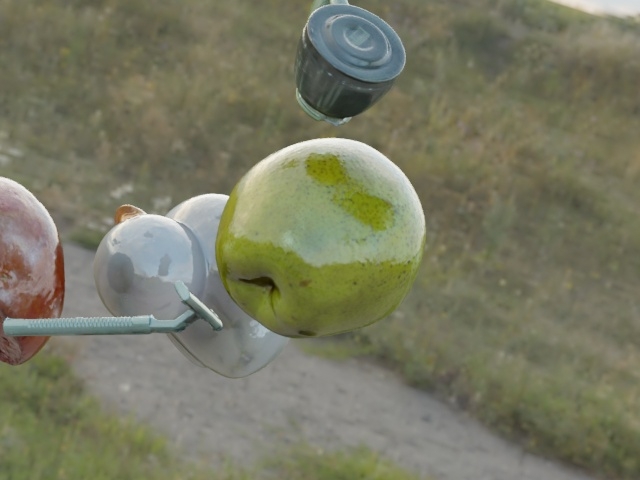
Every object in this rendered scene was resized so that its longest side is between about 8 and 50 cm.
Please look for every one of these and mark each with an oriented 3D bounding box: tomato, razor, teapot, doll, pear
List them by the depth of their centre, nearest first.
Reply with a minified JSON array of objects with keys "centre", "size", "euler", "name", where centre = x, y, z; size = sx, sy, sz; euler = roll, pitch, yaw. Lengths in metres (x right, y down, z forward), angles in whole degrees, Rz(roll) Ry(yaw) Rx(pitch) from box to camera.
[{"centre":[0.020,-0.156,1.298],"size":[0.092,0.091,0.124],"euler":[26,44,-7],"name":"teapot"},{"centre":[0.001,0.001,1.349],"size":[0.198,0.198,0.198],"euler":[17,11,-3],"name":"pear"},{"centre":[-0.205,0.078,1.396],"size":[0.211,0.036,0.084],"euler":[-8,-26,16],"name":"razor"},{"centre":[-0.355,0.009,1.575],"size":[0.200,0.139,0.233],"euler":[10,-40,52],"name":"tomato"},{"centre":[-0.151,0.053,1.720],"size":[0.251,0.221,0.221],"euler":[53,21,12],"name":"doll"}]
